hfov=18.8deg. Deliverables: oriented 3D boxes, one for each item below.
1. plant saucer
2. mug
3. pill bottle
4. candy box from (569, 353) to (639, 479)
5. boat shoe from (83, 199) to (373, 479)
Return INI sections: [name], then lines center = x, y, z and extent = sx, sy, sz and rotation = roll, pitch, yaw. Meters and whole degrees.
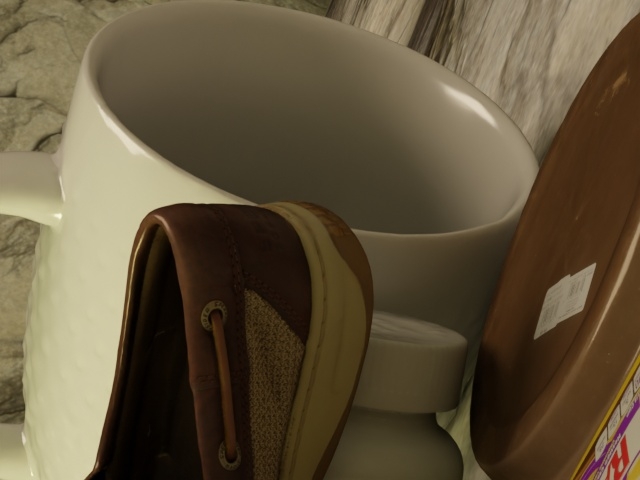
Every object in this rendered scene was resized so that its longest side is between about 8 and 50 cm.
[plant saucer]
center = 0.133, 0.003, 0.910
extent = 0.278, 0.041, 0.278
rotation = -159, 90, -83
[mug]
center = -0.092, 0.054, 1.172
extent = 0.276, 0.374, 0.328
rotation = -112, 34, -54
[pill bottle]
center = 0.006, 0.149, 0.980
extent = 0.121, 0.121, 0.221
rotation = -117, 37, -82
[candy box]
center = 0.104, 0.142, 0.765
extent = 0.105, 0.027, 0.206
rotation = -88, 19, -62
[boat shoe]
center = -0.075, 0.145, 0.886
extent = 0.123, 0.123, 0.342
rotation = 26, 106, 44
